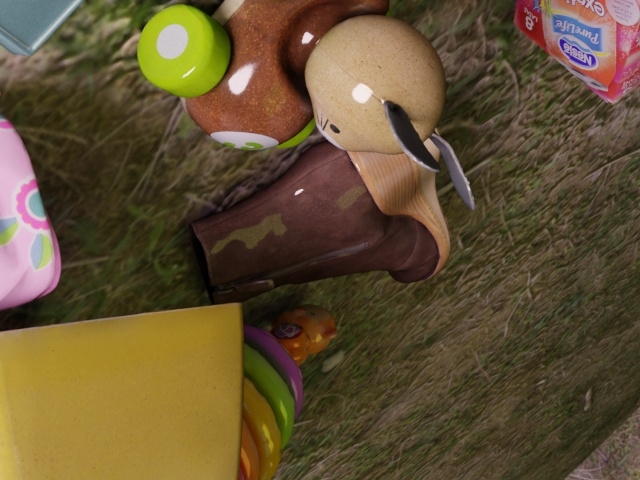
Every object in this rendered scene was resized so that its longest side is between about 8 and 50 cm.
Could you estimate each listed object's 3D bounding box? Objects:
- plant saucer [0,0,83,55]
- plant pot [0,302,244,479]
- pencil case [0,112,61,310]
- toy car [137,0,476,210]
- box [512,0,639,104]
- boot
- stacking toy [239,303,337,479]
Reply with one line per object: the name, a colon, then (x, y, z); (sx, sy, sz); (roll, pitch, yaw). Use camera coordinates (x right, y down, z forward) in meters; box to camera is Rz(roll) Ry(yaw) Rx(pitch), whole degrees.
plant saucer: (-0.168, -0.144, 0.577); (0.067, 0.018, 0.192); (-45, 156, 3)
plant pot: (-0.172, 0.152, 0.722); (0.212, 0.187, 0.212); (-13, 174, 34)
pencil case: (-0.260, 0.012, 0.569); (0.284, 0.124, 0.124); (-23, 148, -41)
toy car: (0.015, -0.084, 0.745); (0.149, 0.188, 0.155); (-49, 155, 9)
box: (0.290, -0.242, 0.998); (0.257, 0.122, 0.128); (-35, 153, -20)
boot: (0.000, 0.000, 1.016); (0.207, 0.090, 0.248); (-27, 154, -8)
stacking toy: (-0.074, 0.134, 1.022); (0.302, 0.175, 0.165); (-42, 129, -45)
